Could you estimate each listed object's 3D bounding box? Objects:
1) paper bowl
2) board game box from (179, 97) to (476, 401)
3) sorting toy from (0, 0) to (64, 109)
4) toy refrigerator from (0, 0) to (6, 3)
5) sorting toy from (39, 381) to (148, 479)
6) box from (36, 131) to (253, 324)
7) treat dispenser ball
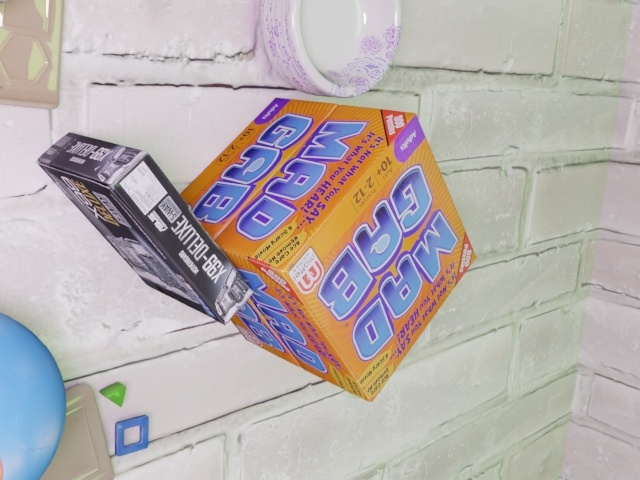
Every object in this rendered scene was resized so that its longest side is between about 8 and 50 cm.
[{"bbox_3d":[0.009,-0.413,1.318,0.284,0.148,0.284,-16,114,-40],"label":"paper bowl"},{"bbox_3d":[0.000,0.000,1.288,0.356,0.356,0.356,-50,131,-22],"label":"board game box"},{"bbox_3d":[-0.457,-0.295,0.982,0.193,0.038,0.208,-2,99,-44],"label":"sorting toy"},{"bbox_3d":[-0.454,-0.430,0.865,0.094,0.102,0.269,-6,99,-43],"label":"toy refrigerator"},{"bbox_3d":[-0.452,0.357,1.177,0.348,0.047,0.195,-24,114,-38],"label":"sorting toy"},{"bbox_3d":[-0.270,-0.020,1.099,0.076,0.242,0.307,-50,132,-22],"label":"box"},{"bbox_3d":[-0.486,0.228,0.928,0.288,0.288,0.288,-15,113,-41],"label":"treat dispenser ball"}]
